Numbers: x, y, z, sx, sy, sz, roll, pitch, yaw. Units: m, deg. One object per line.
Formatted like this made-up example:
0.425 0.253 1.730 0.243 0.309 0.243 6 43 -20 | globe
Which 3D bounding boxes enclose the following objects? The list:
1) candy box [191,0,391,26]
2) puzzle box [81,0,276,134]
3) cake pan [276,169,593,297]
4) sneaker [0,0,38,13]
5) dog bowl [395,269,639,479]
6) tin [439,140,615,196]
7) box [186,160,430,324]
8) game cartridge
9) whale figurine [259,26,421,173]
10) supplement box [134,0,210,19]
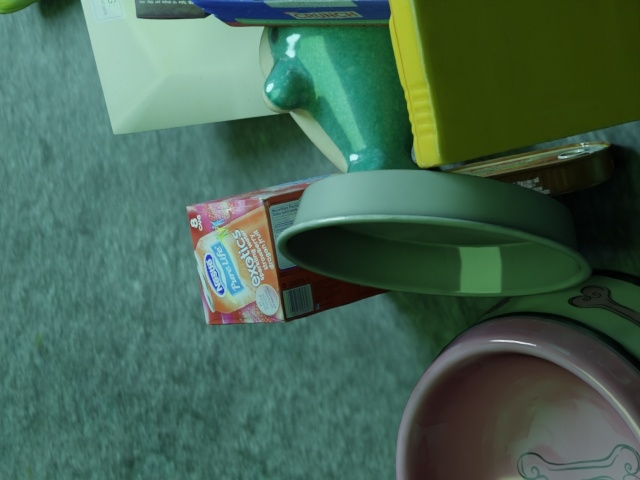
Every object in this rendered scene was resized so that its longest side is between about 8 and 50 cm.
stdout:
0.028 -0.365 1.677 0.268 0.122 0.317 4 82 22 | candy box
-0.141 -0.328 1.913 0.272 0.052 0.409 -5 107 22 | puzzle box
0.107 -0.004 1.641 0.293 0.293 0.054 -8 70 45 | cake pan
-0.289 -0.355 2.091 0.384 0.145 0.147 -32 79 45 | sneaker
0.246 0.241 1.739 0.408 0.150 0.408 13 110 41 | dog bowl
0.189 -0.060 1.704 0.189 0.106 0.040 -11 103 7 | tin
0.000 0.000 1.830 0.122 0.257 0.128 -4 98 45 | box
0.175 -0.247 1.575 0.052 0.285 0.324 -1 101 57 | game cartridge
0.048 -0.154 1.772 0.141 0.216 0.272 -49 47 46 | whale figurine
-0.136 -0.320 1.745 0.080 0.104 0.188 2 110 19 | supplement box
